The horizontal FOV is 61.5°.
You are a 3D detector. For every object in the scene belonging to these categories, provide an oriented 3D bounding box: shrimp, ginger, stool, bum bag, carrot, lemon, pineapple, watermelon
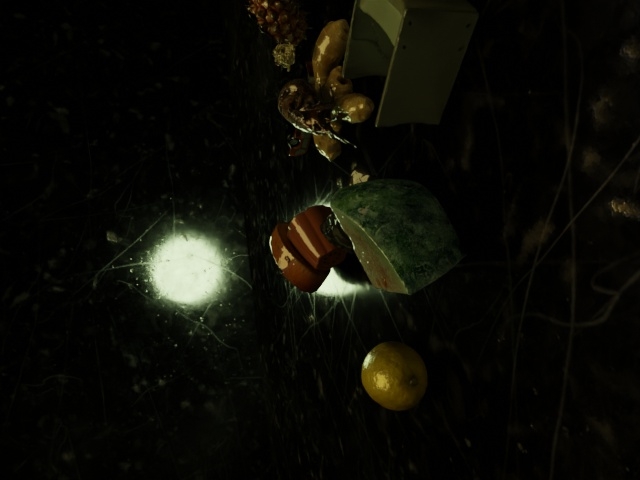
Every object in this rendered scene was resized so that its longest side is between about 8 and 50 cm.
[{"bbox_3d":[-0.011,-0.374,1.579,0.343,0.145,0.116,46,179,35],"label":"shrimp"},{"bbox_3d":[0.030,-0.459,1.703,0.348,0.122,0.363,-46,63,55],"label":"ginger"},{"bbox_3d":[0.181,-0.430,1.191,0.270,0.170,0.244,102,155,-43],"label":"stool"},{"bbox_3d":[0.097,-0.078,1.611,0.144,0.095,0.340,49,140,15],"label":"bum bag"},{"bbox_3d":[-0.080,0.053,1.987,0.100,0.258,0.307,-45,41,17],"label":"carrot"},{"bbox_3d":[0.192,0.352,1.409,0.207,0.169,0.170,-172,77,-72],"label":"lemon"},{"bbox_3d":[-0.083,-0.851,1.839,0.271,0.262,0.263,-40,55,40],"label":"pineapple"},{"bbox_3d":[0.172,0.004,1.312,0.387,0.228,0.259,54,155,40],"label":"watermelon"}]

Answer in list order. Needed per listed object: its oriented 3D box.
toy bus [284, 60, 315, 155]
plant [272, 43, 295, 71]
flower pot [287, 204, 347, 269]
[{"bbox_3d":[-0.062,-0.477,2.001,0.409,0.092,0.093,113,148,-55],"label":"toy bus"},{"bbox_3d":[-0.132,-0.748,2.188,0.117,0.104,0.122,-64,-23,-13],"label":"plant"},{"bbox_3d":[0.000,0.000,1.855,0.173,0.190,0.191,60,151,31],"label":"flower pot"}]
